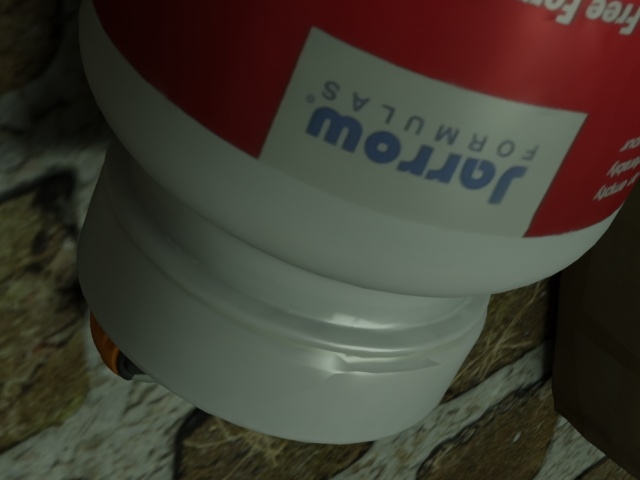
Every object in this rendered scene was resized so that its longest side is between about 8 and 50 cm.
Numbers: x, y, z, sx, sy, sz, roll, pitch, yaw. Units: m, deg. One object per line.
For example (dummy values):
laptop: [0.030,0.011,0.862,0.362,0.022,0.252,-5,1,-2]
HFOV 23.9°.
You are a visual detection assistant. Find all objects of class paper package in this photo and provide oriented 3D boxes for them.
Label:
paper package: [0.339,0.003,1.162,0.309,0.168,0.325,-37,149,-19]

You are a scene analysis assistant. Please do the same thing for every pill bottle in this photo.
pill bottle: [0.046,-0.131,0.551,0.229,0.229,0.407,-13,137,-45]

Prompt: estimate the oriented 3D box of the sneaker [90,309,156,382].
sneaker: [0.000,0.000,0.795,0.262,0.099,0.121,-36,153,-16]
